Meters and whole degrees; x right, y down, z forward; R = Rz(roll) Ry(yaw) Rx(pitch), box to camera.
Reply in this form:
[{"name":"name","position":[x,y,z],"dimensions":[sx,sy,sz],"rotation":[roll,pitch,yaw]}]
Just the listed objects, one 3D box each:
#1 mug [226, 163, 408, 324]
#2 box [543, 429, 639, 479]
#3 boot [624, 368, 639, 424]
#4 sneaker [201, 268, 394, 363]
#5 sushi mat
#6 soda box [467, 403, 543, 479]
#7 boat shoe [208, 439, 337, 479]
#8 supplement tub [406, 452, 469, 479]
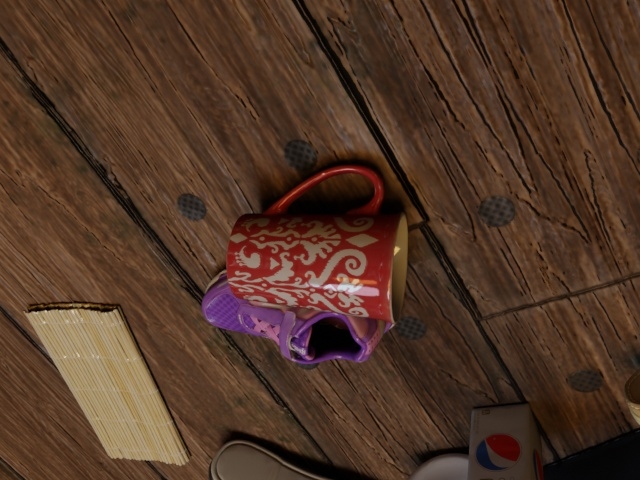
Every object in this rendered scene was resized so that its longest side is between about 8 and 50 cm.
[{"name":"mug","position":[0.002,0.006,0.665],"dimensions":[0.169,0.150,0.113],"rotation":[3,155,15]},{"name":"box","position":[0.471,0.382,0.733],"dimensions":[0.343,0.179,0.312],"rotation":[41,126,-13]},{"name":"boot","position":[0.363,0.057,0.591],"dimensions":[0.203,0.095,0.262],"rotation":[43,123,-15]},{"name":"sneaker","position":[-0.032,0.088,0.723],"dimensions":[0.237,0.104,0.095],"rotation":[3,126,15]},{"name":"sushi mat","position":[-0.309,0.220,0.946],"dimensions":[0.152,0.019,0.316],"rotation":[-3,123,19]},{"name":"soda box","position":[0.210,0.289,0.720],"dimensions":[0.074,0.216,0.069],"rotation":[-14,119,24]},{"name":"boat shoe","position":[-0.010,0.398,0.926],"dimensions":[0.335,0.112,0.095],"rotation":[27,145,11]},{"name":"supplement tub","position":[0.199,0.397,0.841],"dimensions":[0.144,0.144,0.199],"rotation":[-15,119,24]}]
